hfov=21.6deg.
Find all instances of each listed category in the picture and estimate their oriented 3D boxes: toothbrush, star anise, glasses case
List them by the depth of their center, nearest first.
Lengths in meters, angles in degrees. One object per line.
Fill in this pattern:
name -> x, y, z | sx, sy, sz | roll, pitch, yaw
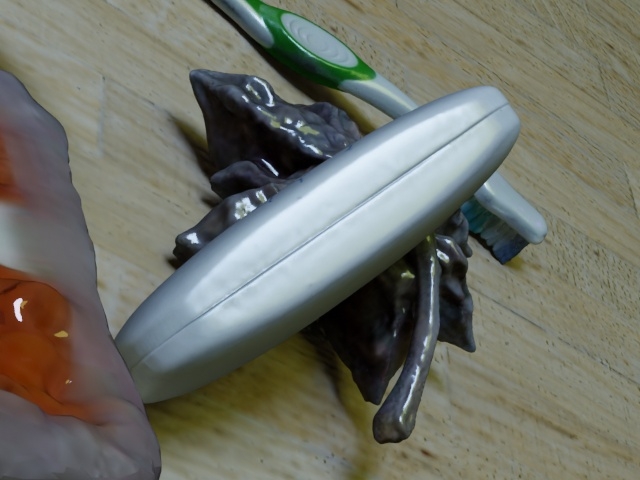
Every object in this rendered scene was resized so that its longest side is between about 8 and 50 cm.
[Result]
glasses case -> 0.000, 0.000, 0.798 | 0.233, 0.092, 0.059 | -34, 85, -21
star anise -> 0.017, -0.001, 0.910 | 0.209, 0.089, 0.231 | -13, 56, -47
toothbrush -> -0.014, -0.127, 1.045 | 0.418, 0.040, 0.042 | 40, 35, -16

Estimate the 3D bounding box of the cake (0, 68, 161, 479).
cake -> -0.225, 0.032, 0.405 | 0.309, 0.230, 0.237 | 25, 18, -33
